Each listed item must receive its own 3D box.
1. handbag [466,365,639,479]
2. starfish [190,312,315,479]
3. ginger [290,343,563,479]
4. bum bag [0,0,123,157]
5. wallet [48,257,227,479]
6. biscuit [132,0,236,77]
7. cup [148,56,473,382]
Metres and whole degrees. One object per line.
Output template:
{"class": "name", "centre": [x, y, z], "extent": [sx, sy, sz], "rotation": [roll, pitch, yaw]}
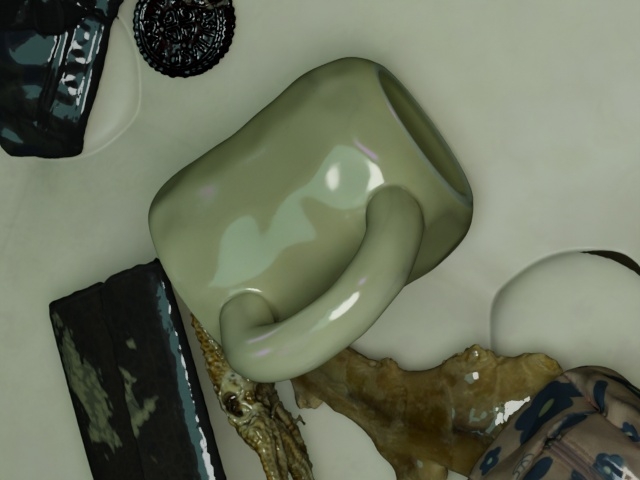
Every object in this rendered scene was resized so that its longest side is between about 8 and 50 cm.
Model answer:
{"class": "handbag", "centre": [0.228, 0.222, 1.077], "extent": [0.190, 0.193, 0.251], "rotation": [-45, 95, -7]}
{"class": "starfish", "centre": [-0.052, 0.113, 1.254], "extent": [0.050, 0.138, 0.247], "rotation": [-22, 79, 6]}
{"class": "ginger", "centre": [0.099, 0.136, 1.231], "extent": [0.333, 0.081, 0.148], "rotation": [20, 123, 22]}
{"class": "bum bag", "centre": [-0.223, -0.216, 1.327], "extent": [0.137, 0.074, 0.310], "rotation": [22, 104, 8]}
{"class": "wallet", "centre": [-0.137, 0.186, 1.277], "extent": [0.170, 0.044, 0.321], "rotation": [-24, 82, 50]}
{"class": "biscuit", "centre": [-0.112, -0.175, 1.309], "extent": [0.089, 0.027, 0.087], "rotation": [-43, 80, 21]}
{"class": "cup", "centre": [-0.011, -0.017, 1.155], "extent": [0.202, 0.255, 0.173], "rotation": [-35, 91, 15]}
